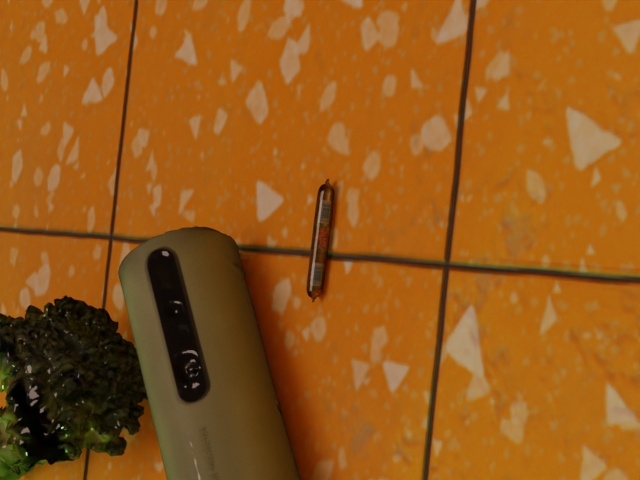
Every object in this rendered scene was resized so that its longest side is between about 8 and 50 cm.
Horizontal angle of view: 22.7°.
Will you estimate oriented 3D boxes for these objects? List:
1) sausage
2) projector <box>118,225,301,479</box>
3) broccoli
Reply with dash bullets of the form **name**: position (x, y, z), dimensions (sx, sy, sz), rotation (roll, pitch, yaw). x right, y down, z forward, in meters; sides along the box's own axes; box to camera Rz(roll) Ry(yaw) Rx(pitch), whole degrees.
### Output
- **sausage**: position (0.000, 0.000, 1.280), dimensions (0.015, 0.015, 0.100), rotation (5, 89, 53)
- **projector**: position (-0.079, 0.154, 1.287), dimensions (0.108, 0.108, 0.338), rotation (-44, 52, 40)
- **broccoli**: position (-0.272, 0.169, 1.541), dimensions (0.304, 0.145, 0.165), rotation (-43, 61, 54)
